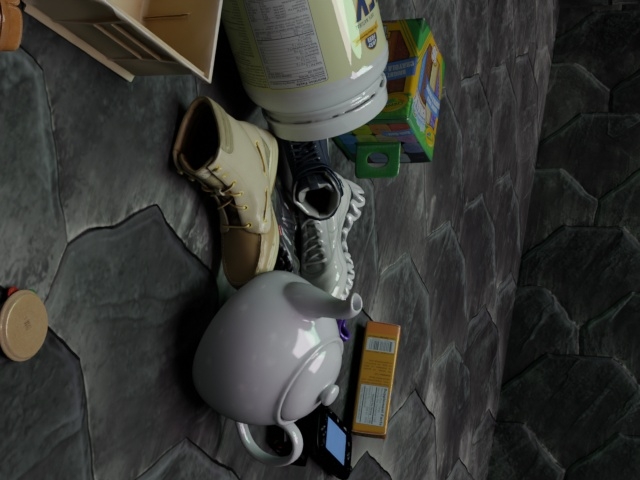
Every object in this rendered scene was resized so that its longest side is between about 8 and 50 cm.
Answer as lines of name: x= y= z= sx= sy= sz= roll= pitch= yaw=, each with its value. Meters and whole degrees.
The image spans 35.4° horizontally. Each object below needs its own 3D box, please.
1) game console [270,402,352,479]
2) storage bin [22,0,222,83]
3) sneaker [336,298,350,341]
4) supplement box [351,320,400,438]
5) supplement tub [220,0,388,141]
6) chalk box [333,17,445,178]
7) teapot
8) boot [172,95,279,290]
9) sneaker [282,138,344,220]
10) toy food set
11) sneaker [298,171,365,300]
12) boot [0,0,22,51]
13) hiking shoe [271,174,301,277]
game console: x=0.000 y=0.337 z=1.886 sx=0.361 sy=0.043 sz=0.213 roll=57 pitch=41 yaw=-54
storage bin: x=-0.227 y=-0.359 z=1.207 sx=0.260 sy=0.123 sz=0.262 roll=32 pitch=64 yaw=-64
sneaker: x=0.031 y=0.113 z=1.904 sx=0.068 sy=0.071 sz=0.170 roll=-39 pitch=126 yaw=-60
supplement box: x=0.116 y=0.291 z=2.086 sx=0.078 sy=0.080 sz=0.234 roll=76 pitch=24 yaw=-72
supplement tub: x=-0.029 y=-0.339 z=1.511 sx=0.235 sy=0.235 sz=0.325 roll=-60 pitch=142 yaw=-47
chalk box: x=0.124 y=-0.261 z=1.953 sx=0.179 sy=0.180 sz=0.289 roll=48 pitch=47 yaw=-58
teapot: x=-0.054 y=0.185 z=1.482 sx=0.252 sy=0.187 sz=0.256 roll=-50 pitch=158 yaw=-14
boot: x=-0.138 y=-0.064 z=1.469 sx=0.203 sy=0.095 sz=0.262 roll=26 pitch=66 yaw=-65
sneaker: x=-0.021 y=-0.141 z=1.659 sx=0.163 sy=0.086 sz=0.226 roll=-87 pitch=159 yaw=-77
toy food set: x=-0.335 y=0.093 z=1.121 sx=0.083 sy=0.020 sz=0.083 roll=-64 pitch=147 yaw=-43
sneaker: x=0.000 y=0.000 z=1.803 sx=0.118 sy=0.110 sz=0.292 roll=45 pitch=44 yaw=-48
boot: x=-0.355 y=-0.197 z=0.993 sx=0.152 sy=0.072 sz=0.197 roll=-4 pitch=98 yaw=-71
hiking shoe: x=-0.064 y=-0.009 z=1.656 sx=0.114 sy=0.086 sz=0.227 roll=-46 pitch=132 yaw=-52
